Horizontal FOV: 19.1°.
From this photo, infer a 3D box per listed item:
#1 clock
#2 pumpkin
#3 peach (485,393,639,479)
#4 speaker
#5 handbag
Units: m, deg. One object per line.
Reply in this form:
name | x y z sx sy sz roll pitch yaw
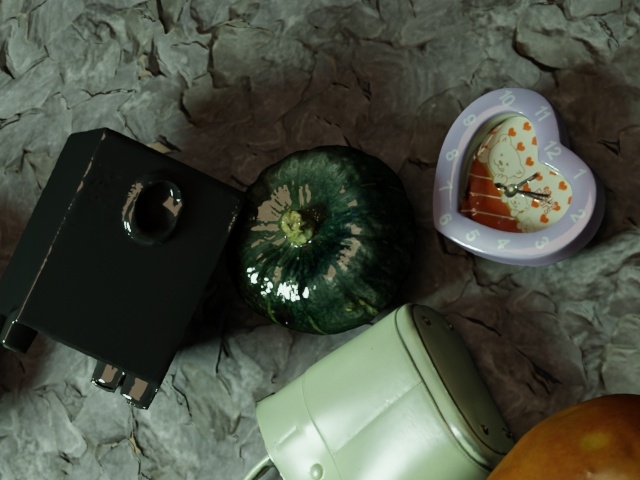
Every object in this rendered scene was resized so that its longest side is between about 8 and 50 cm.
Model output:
clock | 0.199 -0.051 1.978 0.172 0.064 0.198 -35 61 12
pumpkin | 0.000 -0.001 2.009 0.211 0.152 0.212 -21 53 30
peach | 0.271 0.308 1.680 0.342 0.301 0.343 -8 69 22
speaker | -0.225 0.028 2.044 0.254 0.184 0.232 -66 17 -6
handbag | 0.039 0.226 1.972 0.315 0.109 0.241 -40 58 24
